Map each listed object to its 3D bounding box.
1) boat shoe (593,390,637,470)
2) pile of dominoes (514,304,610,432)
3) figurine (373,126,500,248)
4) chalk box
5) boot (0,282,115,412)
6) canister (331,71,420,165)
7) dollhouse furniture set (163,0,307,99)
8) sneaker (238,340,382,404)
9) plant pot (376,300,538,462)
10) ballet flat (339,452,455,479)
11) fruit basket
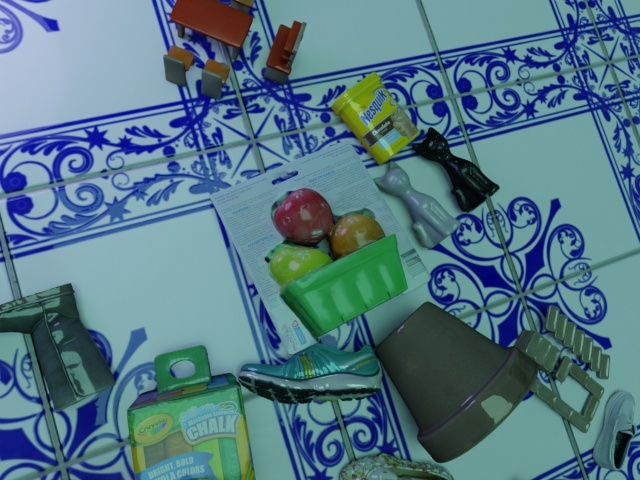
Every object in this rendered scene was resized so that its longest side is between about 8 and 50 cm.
[{"bbox_3d":[0.681,0.431,1.066,0.066,0.063,0.184,38,75,-5],"label":"boat shoe"},{"bbox_3d":[0.558,0.292,1.086,0.251,0.040,0.196,39,74,-14],"label":"pile of dominoes"},{"bbox_3d":[0.250,-0.124,1.047,0.215,0.092,0.209,-40,84,-15],"label":"figurine"},{"bbox_3d":[-0.217,0.332,0.803,0.180,0.179,0.288,-10,84,-15],"label":"chalk box"},{"bbox_3d":[-0.486,0.198,0.822,0.190,0.076,0.208,-19,93,-14],"label":"boot"},{"bbox_3d":[0.125,-0.267,1.039,0.126,0.073,0.170,-40,93,-16],"label":"canister"},{"bbox_3d":[-0.169,-0.431,0.959,0.259,0.135,0.261,19,77,-10],"label":"dollhouse furniture set"},{"bbox_3d":[-0.020,0.254,0.913,0.276,0.107,0.109,0,55,-6],"label":"sneaker"},{"bbox_3d":[0.237,0.247,0.909,0.263,0.263,0.229,-39,75,-16],"label":"plant pot"},{"bbox_3d":[0.161,0.474,0.926,0.241,0.077,0.091,6,81,-12],"label":"ballet flat"},{"bbox_3d":[0.000,0.000,0.946,0.327,0.165,0.353,-26,72,-17],"label":"fruit basket"}]
